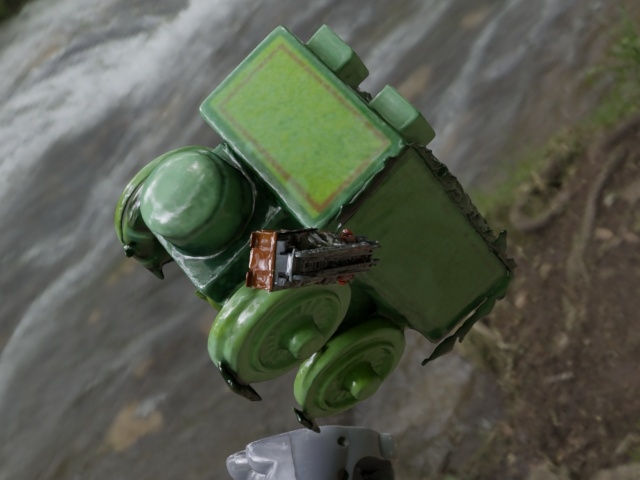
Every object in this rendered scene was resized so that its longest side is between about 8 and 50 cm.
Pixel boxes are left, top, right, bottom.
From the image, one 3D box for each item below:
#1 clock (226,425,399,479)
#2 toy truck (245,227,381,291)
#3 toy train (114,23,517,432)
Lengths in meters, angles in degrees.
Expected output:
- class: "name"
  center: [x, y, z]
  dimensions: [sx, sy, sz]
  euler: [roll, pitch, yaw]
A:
- class: "clock"
  center: [0.005, 0.336, 1.205]
  dimensions: [0.189, 0.189, 0.254]
  euler: [-24, 60, 38]
- class: "toy truck"
  center: [-0.002, 0.007, 0.457]
  dimensions: [0.032, 0.083, 0.024]
  euler: [4, 92, 20]
- class: "toy train"
  center: [0.000, 0.000, 0.744]
  dimensions: [0.188, 0.272, 0.159]
  euler: [-45, 58, 3]
